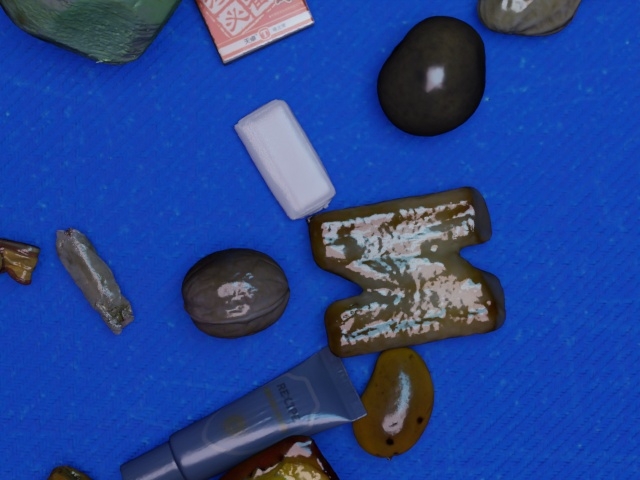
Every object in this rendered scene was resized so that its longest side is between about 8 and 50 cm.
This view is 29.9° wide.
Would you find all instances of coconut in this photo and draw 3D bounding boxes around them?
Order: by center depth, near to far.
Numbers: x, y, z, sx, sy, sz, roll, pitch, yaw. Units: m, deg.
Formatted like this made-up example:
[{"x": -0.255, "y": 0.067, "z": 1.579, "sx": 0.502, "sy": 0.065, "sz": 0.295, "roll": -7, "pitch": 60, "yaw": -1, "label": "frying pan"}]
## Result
[{"x": -0.348, "y": -0.416, "z": 1.722, "sx": 0.328, "sy": 0.328, "sz": 0.281, "roll": 33, "pitch": 83, "yaw": -4, "label": "coconut"}]

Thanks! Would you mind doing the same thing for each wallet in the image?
[{"x": -0.051, "y": -0.124, "z": 1.882, "sx": 0.095, "sy": 0.033, "sz": 0.190, "roll": -32, "pitch": 93, "yaw": 0, "label": "wallet"}]

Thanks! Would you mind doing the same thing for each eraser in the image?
[{"x": -0.126, "y": -0.408, "z": 1.859, "sx": 0.157, "sy": 0.038, "sz": 0.230, "roll": -25, "pitch": 94, "yaw": -2, "label": "eraser"}]

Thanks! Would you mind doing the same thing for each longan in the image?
[{"x": 0.172, "y": -0.248, "z": 1.819, "sx": 0.167, "sy": 0.167, "sz": 0.187, "roll": 15, "pitch": 99, "yaw": -4, "label": "longan"}]

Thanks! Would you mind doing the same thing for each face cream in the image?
[{"x": -0.126, "y": 0.298, "z": 1.873, "sx": 0.385, "sy": 0.086, "sz": 0.135, "roll": -26, "pitch": 60, "yaw": -2, "label": "face cream"}]

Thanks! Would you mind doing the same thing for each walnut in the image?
[{"x": -0.130, "y": 0.081, "z": 1.838, "sx": 0.162, "sy": 0.140, "sz": 0.140, "roll": -19, "pitch": 94, "yaw": -12, "label": "walnut"}]

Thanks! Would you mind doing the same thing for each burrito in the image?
[{"x": -0.352, "y": 0.059, "z": 1.868, "sx": 0.058, "sy": 0.045, "sz": 0.188, "roll": -34, "pitch": 92, "yaw": -8, "label": "burrito"}]

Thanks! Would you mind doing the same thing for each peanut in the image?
[{"x": 0.372, "y": -0.395, "z": 1.851, "sx": 0.274, "sy": 0.111, "sz": 0.125, "roll": -31, "pitch": 99, "yaw": -1, "label": "peanut"}]

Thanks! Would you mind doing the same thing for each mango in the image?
[{"x": 0.120, "y": 0.257, "z": 1.886, "sx": 0.115, "sy": 0.090, "sz": 0.178, "roll": 24, "pitch": 83, "yaw": 4, "label": "mango"}]

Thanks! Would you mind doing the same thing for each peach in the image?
[{"x": -0.080, "y": 0.447, "z": 1.825, "sx": 0.258, "sy": 0.201, "sz": 0.361, "roll": 20, "pitch": 95, "yaw": 1, "label": "peach"}]

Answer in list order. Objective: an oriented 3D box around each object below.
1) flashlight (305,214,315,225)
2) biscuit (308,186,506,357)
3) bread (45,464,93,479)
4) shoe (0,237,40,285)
[{"x": 0.000, "y": 0.000, "z": 1.897, "sx": 0.018, "sy": 0.018, "sz": 0.083, "roll": -24, "pitch": 94, "yaw": -1, "label": "flashlight"}, {"x": 0.135, "y": 0.050, "z": 1.874, "sx": 0.291, "sy": 0.062, "sz": 0.236, "roll": -12, "pitch": 89, "yaw": -8, "label": "biscuit"}, {"x": -0.422, "y": 0.457, "z": 1.866, "sx": 0.114, "sy": 0.083, "sz": 0.211, "roll": 38, "pitch": 90, "yaw": 1, "label": "bread"}, {"x": -0.487, "y": 0.031, "z": 1.846, "sx": 0.109, "sy": 0.072, "sz": 0.069, "roll": 6, "pitch": 88, "yaw": -3, "label": "shoe"}]
